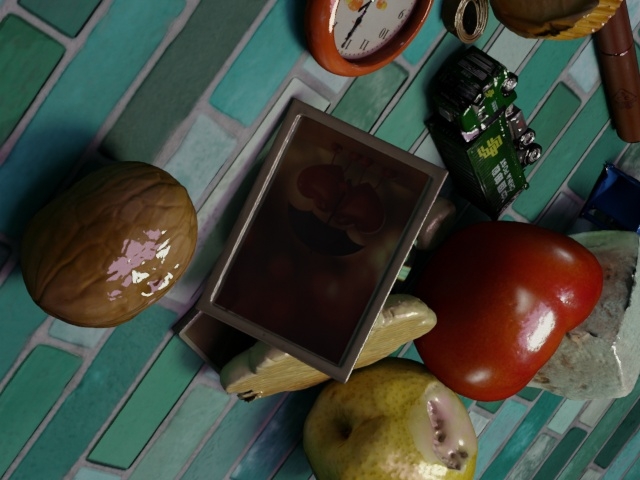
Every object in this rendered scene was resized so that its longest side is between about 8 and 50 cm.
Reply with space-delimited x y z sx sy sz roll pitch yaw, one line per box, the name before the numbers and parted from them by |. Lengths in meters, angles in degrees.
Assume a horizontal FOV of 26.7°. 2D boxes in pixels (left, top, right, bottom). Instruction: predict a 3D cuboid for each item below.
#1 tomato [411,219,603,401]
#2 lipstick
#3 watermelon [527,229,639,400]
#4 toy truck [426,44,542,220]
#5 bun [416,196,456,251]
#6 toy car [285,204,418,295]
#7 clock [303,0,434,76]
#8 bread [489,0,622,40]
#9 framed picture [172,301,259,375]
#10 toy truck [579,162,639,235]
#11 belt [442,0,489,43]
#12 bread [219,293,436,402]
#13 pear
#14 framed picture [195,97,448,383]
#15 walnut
tomato | 0.254 0.090 1.949 0.298 0.226 0.298 -47 172 -9
lipstick | 0.455 -0.271 2.049 0.057 0.057 0.357 -43 143 -11
watermelon | 0.422 0.140 2.162 0.387 0.258 0.228 -16 146 -8
toy truck | 0.230 -0.151 1.884 0.121 0.088 0.259 -45 145 -9
bun | 0.155 -0.028 1.937 0.086 0.055 0.086 -43 155 -26
toy car | 0.046 0.013 1.780 0.306 0.125 0.136 24 96 -54
clock | 0.061 -0.291 1.611 0.205 0.051 0.205 -29 139 -29
bread | 0.301 -0.350 1.698 0.104 0.199 0.199 -6 125 -48
framed picture | -0.093 0.080 1.795 0.203 0.015 0.150 -47 144 -7
toy truck | 0.526 -0.034 2.280 0.126 0.113 0.208 -47 143 -3
belt | 0.187 -0.298 1.756 0.059 0.036 0.083 -29 138 -18
bread | 0.008 0.142 1.808 0.316 0.054 0.316 -18 164 -6
pear | 0.102 0.300 1.994 0.271 0.271 0.271 -28 138 -29
framed picture | 0.000 0.000 1.652 0.289 0.211 0.020 -64 174 4
walnut | -0.227 0.005 1.468 0.207 0.167 0.167 -38 142 -15
